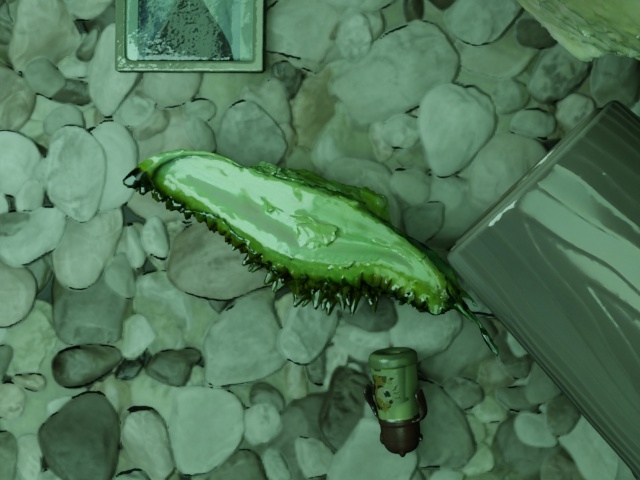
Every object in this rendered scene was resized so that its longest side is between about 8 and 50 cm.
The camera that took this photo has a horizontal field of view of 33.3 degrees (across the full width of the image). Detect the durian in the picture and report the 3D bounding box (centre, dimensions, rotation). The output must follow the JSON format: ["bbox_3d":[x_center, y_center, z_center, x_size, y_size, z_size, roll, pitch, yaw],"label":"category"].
[{"bbox_3d":[-0.002,0.003,0.990,0.375,0.106,0.132,22,92,6],"label":"durian"}]

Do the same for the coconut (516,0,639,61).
[{"bbox_3d":[0.260,-0.352,0.815,0.405,0.404,0.404,0,92,6],"label":"coconut"}]

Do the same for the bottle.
[{"bbox_3d":[0.074,0.154,1.017,0.047,0.063,0.101,-7,94,-22],"label":"bottle"}]

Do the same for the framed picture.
[{"bbox_3d":[-0.125,-0.264,1.040,0.150,0.015,0.203,2,92,6],"label":"framed picture"}]

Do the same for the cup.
[{"bbox_3d":[0.286,0.024,0.892,0.273,0.208,0.288,46,133,4],"label":"cup"}]
